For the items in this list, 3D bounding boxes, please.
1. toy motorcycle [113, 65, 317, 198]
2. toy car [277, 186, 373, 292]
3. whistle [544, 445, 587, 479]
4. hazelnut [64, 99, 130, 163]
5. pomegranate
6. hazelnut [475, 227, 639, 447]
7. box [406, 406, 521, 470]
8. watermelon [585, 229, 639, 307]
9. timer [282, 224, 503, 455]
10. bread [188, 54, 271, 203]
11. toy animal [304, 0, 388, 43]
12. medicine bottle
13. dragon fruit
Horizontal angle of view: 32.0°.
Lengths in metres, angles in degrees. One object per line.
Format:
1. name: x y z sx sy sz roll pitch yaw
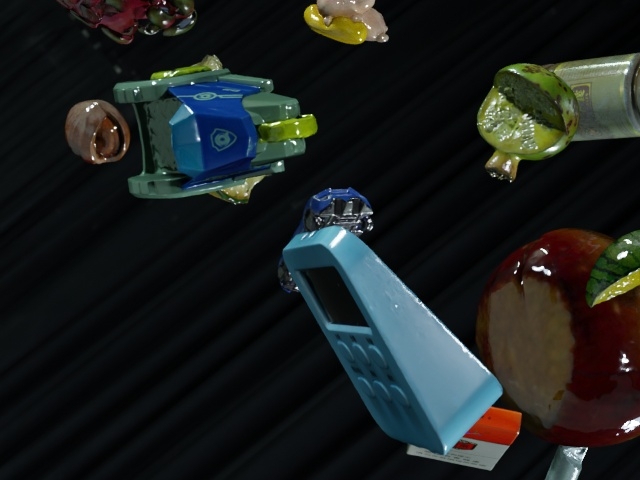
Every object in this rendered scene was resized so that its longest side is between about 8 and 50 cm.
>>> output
1. toy motorcycle: -0.168 -0.152 1.605 0.326 0.200 0.191 5 -73 50
2. toy car: 0.000 0.000 1.631 0.216 0.103 0.063 -59 -137 47
3. whistle: 0.491 0.526 2.335 0.062 0.062 0.312 47 -37 35
4. hazelnut: -0.272 -0.134 1.366 0.086 0.086 0.086 51 -7 9
5. pomegranate: 0.301 -0.170 1.621 0.143 0.169 0.122 19 18 29
6. hazelnut: 0.498 0.199 2.190 0.402 0.402 0.429 67 -1 -65
7. box: 0.202 0.281 1.616 0.139 0.035 0.245 12 -22 3
8. watermelon: 0.502 0.042 1.753 0.075 0.182 0.092 -110 177 -67
9. timer: 0.053 0.100 1.193 0.250 0.091 0.232 49 -12 -6
10. bread: -0.202 -0.191 1.970 0.133 0.174 0.251 7 -39 55
11. toy animal: 0.042 -0.292 1.404 0.091 0.114 0.082 -127 -133 -56
12. medicine bottle: 0.502 -0.263 2.087 0.322 0.151 0.151 0 -46 46
13. dragon fruit: -0.353 -0.446 1.969 0.273 0.198 0.218 34 -48 -8
